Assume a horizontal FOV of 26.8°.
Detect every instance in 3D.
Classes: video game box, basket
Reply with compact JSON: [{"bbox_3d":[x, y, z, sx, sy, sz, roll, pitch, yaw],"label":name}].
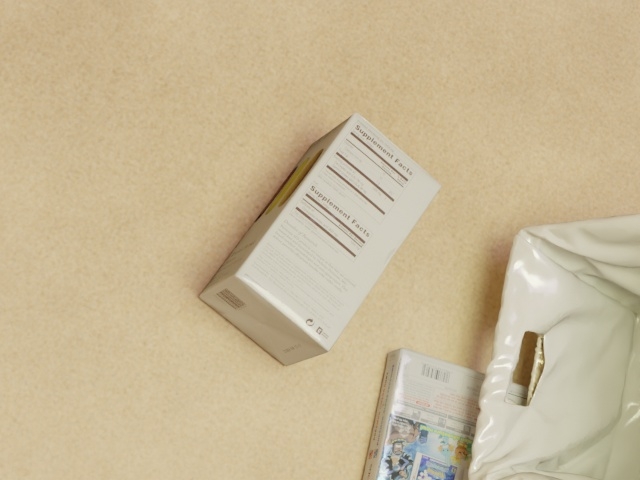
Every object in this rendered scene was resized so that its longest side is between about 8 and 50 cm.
[{"bbox_3d":[0.159,0.244,1.569,0.205,0.048,0.187,19,69,-17],"label":"video game box"},{"bbox_3d":[0.386,0.165,1.498,0.266,0.331,0.328,30,66,-42],"label":"basket"}]

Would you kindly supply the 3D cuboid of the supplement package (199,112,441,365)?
[{"bbox_3d":[0.000,0.000,1.511,0.134,0.139,0.244,40,66,-10],"label":"supplement package"}]
